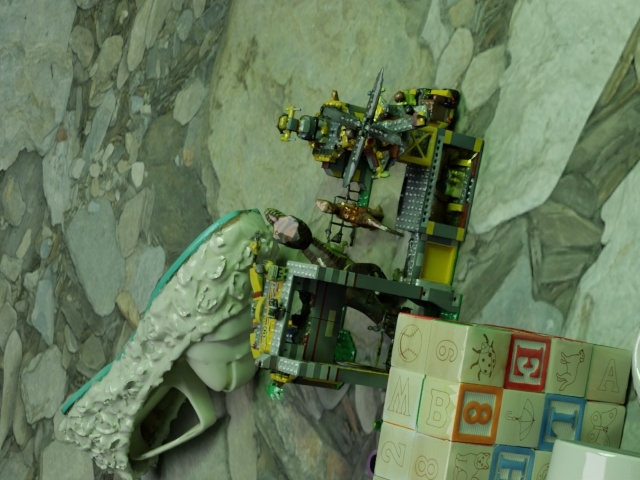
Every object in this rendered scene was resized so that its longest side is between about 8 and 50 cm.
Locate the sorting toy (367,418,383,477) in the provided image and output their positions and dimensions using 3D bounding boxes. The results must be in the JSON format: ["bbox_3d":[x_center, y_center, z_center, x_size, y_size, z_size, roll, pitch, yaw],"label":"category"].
[{"bbox_3d":[0.067,0.188,1.452,0.102,0.042,0.061,-38,51,44],"label":"sorting toy"}]

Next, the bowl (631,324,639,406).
[{"bbox_3d":[0.277,0.085,1.150,0.170,0.080,0.170,-21,64,50],"label":"bowl"}]

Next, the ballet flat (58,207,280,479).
[{"bbox_3d":[-0.137,0.127,1.717,0.409,0.147,0.147,-49,44,40],"label":"ballet flat"}]

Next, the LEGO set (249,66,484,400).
[{"bbox_3d":[0.000,0.000,1.470,0.255,0.192,0.331,23,99,55],"label":"LEGO set"}]

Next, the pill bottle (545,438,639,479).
[{"bbox_3d":[0.198,0.265,1.162,0.131,0.131,0.229,6,84,56],"label":"pill bottle"}]

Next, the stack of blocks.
[{"bbox_3d":[0.128,0.215,1.243,0.087,0.171,0.297,8,88,56],"label":"stack of blocks"}]
